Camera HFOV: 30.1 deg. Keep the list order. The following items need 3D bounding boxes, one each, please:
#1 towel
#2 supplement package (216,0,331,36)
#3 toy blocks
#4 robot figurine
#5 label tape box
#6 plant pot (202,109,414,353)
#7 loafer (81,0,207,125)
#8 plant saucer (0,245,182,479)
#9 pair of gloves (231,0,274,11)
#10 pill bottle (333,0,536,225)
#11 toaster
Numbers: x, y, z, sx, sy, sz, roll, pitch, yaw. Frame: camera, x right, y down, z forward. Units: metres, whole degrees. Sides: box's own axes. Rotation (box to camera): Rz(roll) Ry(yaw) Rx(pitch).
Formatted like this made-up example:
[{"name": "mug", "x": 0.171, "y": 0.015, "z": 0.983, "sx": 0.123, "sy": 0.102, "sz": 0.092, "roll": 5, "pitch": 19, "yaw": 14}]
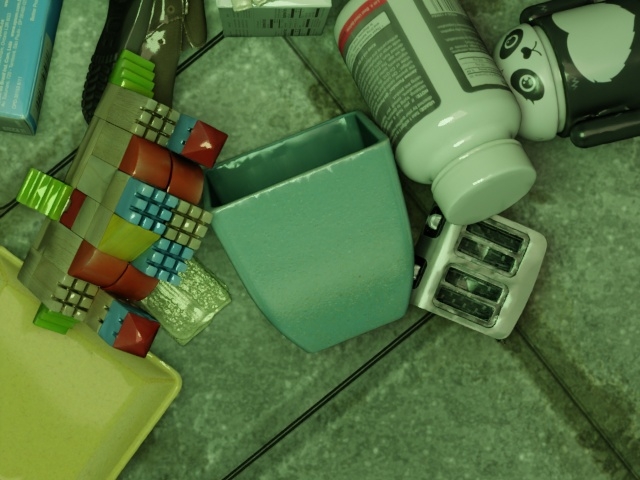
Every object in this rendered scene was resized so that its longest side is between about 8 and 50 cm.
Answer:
[{"name": "towel", "x": -0.210, "y": 0.066, "z": 1.696, "sx": 0.148, "sy": 0.027, "sz": 0.110, "roll": 44, "pitch": 89, "yaw": -4}, {"name": "supplement package", "x": -0.064, "y": -0.386, "z": 1.563, "sx": 0.145, "sy": 0.262, "sz": 0.204, "roll": -1, "pitch": 92, "yaw": -3}, {"name": "toy blocks", "x": -0.237, "y": -0.031, "z": 1.482, "sx": 0.190, "sy": 0.261, "sz": 0.381, "roll": 25, "pitch": 90, "yaw": -34}, {"name": "robot figurine", "x": 0.368, "y": -0.237, "z": 1.633, "sx": 0.278, "sy": 0.209, "sz": 0.174, "roll": -15, "pitch": 109, "yaw": -2}, {"name": "label tape box", "x": -0.535, "y": -0.299, "z": 1.601, "sx": 0.347, "sy": 0.115, "sz": 0.249, "roll": 10, "pitch": 82, "yaw": -3}, {"name": "plant pot", "x": 0.000, "y": 0.000, "z": 1.603, "sx": 0.247, "sy": 0.247, "sz": 0.252, "roll": -22, "pitch": 107, "yaw": -1}, {"name": "loafer", "x": -0.219, "y": -0.317, "z": 1.644, "sx": 0.130, "sy": 0.134, "sz": 0.366, "roll": 15, "pitch": 98, "yaw": -34}, {"name": "plant saucer", "x": -0.415, "y": 0.226, "z": 1.668, "sx": 0.332, "sy": 0.081, "sz": 0.333, "roll": 36, "pitch": 90, "yaw": -4}, {"name": "pair of gloves", "x": -0.039, "y": -0.401, "z": 1.412, "sx": 0.240, "sy": 0.042, "sz": 0.204, "roll": -26, "pitch": 93, "yaw": -3}, {"name": "pill bottle", "x": 0.155, "y": -0.186, "z": 1.570, "sx": 0.176, "sy": 0.176, "sz": 0.319, "roll": -24, "pitch": 67, "yaw": -1}, {"name": "toaster", "x": 0.217, "y": 0.041, "z": 1.673, "sx": 0.185, "sy": 0.110, "sz": 0.168, "roll": 23, "pitch": 92, "yaw": -4}]
